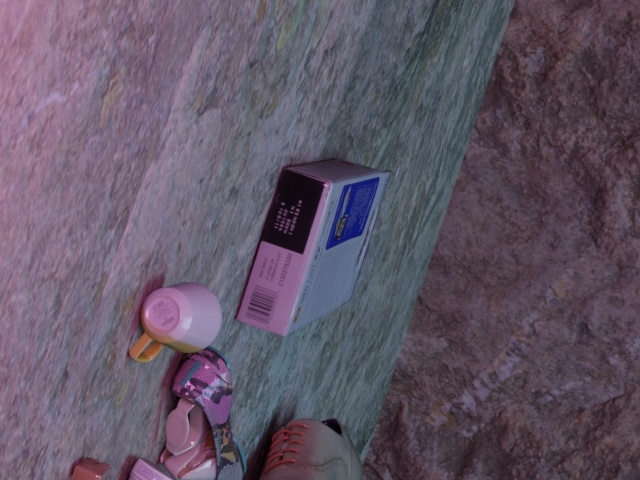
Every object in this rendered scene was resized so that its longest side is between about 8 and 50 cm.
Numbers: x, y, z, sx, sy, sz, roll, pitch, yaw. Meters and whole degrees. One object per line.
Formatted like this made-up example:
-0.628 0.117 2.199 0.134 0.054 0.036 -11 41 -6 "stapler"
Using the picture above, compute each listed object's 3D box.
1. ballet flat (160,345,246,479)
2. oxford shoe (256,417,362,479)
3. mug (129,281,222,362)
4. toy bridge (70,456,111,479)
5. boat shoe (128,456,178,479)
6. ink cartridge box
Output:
-0.122 0.190 1.951 0.079 0.077 0.221 -44 153 -28 "ballet flat"
-0.046 0.308 2.531 0.397 0.141 0.146 1 77 -75 "oxford shoe"
-0.126 0.073 1.703 0.064 0.062 0.078 14 88 -73 "mug"
-0.215 0.273 1.691 0.063 0.026 0.188 -40 148 -74 "toy bridge"
-0.155 0.258 1.903 0.063 0.066 0.184 -55 171 -8 "boat shoe"
0.000 0.000 2.252 0.371 0.069 0.175 -14 122 -76 "ink cartridge box"
